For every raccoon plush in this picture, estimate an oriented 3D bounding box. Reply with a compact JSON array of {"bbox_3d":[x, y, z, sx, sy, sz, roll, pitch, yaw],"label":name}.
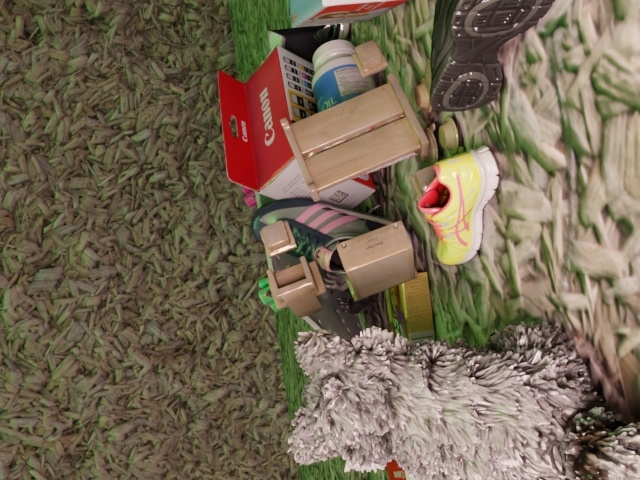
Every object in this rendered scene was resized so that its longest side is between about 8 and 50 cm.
[{"bbox_3d":[0.135,0.166,0.712,0.446,0.299,0.216,124,151,-69],"label":"raccoon plush"}]

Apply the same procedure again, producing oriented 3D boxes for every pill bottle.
[{"bbox_3d":[0.052,-0.270,1.310,0.124,0.124,0.221,103,156,-59],"label":"pill bottle"}]

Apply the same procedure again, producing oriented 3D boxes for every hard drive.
[{"bbox_3d":[-0.035,-0.353,1.568,0.054,0.172,0.255,36,134,52],"label":"hard drive"}]

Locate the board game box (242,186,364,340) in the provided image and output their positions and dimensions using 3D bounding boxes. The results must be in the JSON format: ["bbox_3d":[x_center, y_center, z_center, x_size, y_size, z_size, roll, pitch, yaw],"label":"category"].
[{"bbox_3d":[-0.028,0.087,1.519,0.390,0.050,0.390,47,-162,-38],"label":"board game box"}]

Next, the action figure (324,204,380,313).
[{"bbox_3d":[0.062,0.038,1.434,0.276,0.141,0.164,93,172,-49],"label":"action figure"}]

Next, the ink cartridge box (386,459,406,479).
[{"bbox_3d":[0.142,0.469,1.545,0.189,0.066,0.232,115,149,-68],"label":"ink cartridge box"}]

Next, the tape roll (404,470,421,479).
[{"bbox_3d":[0.209,0.339,1.039,0.286,0.100,0.286,171,90,-78],"label":"tape roll"}]

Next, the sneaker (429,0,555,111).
[{"bbox_3d":[0.178,-0.271,0.789,0.286,0.109,0.130,113,153,-64],"label":"sneaker"}]

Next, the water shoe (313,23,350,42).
[{"bbox_3d":[0.014,-0.515,1.424,0.073,0.080,0.203,-152,54,-74],"label":"water shoe"}]

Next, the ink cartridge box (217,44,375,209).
[{"bbox_3d":[-0.054,-0.224,1.379,0.130,0.272,0.309,-39,47,35],"label":"ink cartridge box"}]

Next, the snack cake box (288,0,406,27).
[{"bbox_3d":[0.042,-0.432,1.182,0.264,0.152,0.089,-145,49,-73],"label":"snack cake box"}]

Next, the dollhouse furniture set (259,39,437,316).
[{"bbox_3d":[0.023,-0.092,1.118,0.174,0.303,0.356,66,-177,-68],"label":"dollhouse furniture set"}]

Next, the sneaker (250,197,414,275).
[{"bbox_3d":[0.000,0.000,1.243,0.131,0.319,0.112,-47,-40,-57],"label":"sneaker"}]

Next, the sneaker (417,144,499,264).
[{"bbox_3d":[0.176,-0.043,0.954,0.208,0.094,0.081,92,163,-45],"label":"sneaker"}]

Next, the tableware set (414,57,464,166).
[{"bbox_3d":[0.174,-0.190,1.041,0.141,0.020,0.169,-174,73,-83],"label":"tableware set"}]

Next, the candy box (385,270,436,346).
[{"bbox_3d":[0.163,0.148,1.240,0.109,0.053,0.187,-176,80,-78],"label":"candy box"}]
